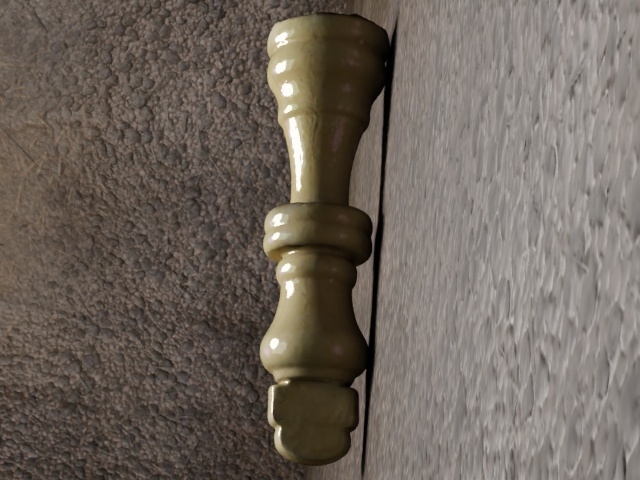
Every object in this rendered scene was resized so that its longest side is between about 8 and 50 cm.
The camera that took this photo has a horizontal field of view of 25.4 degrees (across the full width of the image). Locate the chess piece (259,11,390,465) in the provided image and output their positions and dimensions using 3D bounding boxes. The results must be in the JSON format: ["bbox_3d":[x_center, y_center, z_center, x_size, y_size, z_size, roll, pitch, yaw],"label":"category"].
[{"bbox_3d":[0.000,0.000,1.262,0.117,0.117,0.397,101,172,-74],"label":"chess piece"}]
